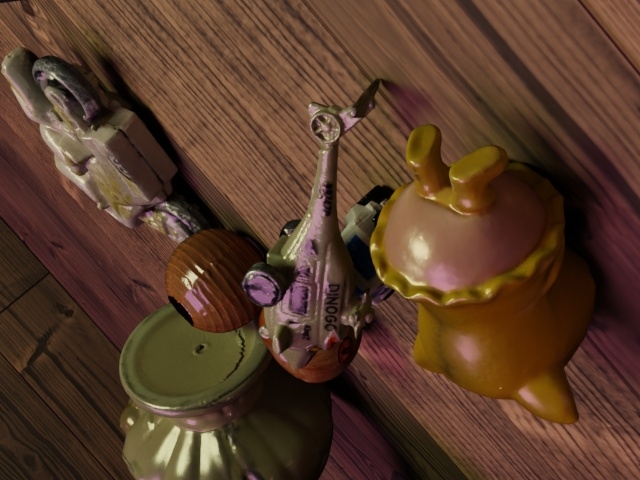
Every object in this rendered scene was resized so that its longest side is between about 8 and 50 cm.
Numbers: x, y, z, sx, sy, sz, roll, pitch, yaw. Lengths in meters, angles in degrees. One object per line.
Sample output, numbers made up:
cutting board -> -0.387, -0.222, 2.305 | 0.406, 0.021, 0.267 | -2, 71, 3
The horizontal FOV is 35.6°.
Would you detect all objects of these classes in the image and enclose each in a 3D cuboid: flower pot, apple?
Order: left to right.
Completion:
flower pot -> -0.142, 0.220, 1.381 | 0.307, 0.307, 0.244 | 31, 147, 39
apple -> -0.010, 0.100, 1.161 | 0.126, 0.102, 0.126 | 35, 155, 19

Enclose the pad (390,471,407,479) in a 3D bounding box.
pad -> 0.095, 0.422, 1.610 | 0.323, 0.055, 0.250 | 23, 154, 13

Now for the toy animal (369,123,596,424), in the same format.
toy animal -> 0.115, 0.024, 0.711 | 0.156, 0.156, 0.230 | 26, 148, 46

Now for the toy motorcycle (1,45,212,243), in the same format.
toy motorcycle -> -0.284, -0.116, 1.314 | 0.222, 0.108, 0.341 | 17, 151, 45

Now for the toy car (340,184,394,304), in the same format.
toy car -> 0.048, 0.012, 0.923 | 0.080, 0.070, 0.171 | 47, 161, 5

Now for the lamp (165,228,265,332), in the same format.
lamp -> -0.132, 0.051, 1.280 | 0.136, 0.136, 0.136 | 41, 159, 19

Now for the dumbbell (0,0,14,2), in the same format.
dumbbell -> -0.337, -0.357, 0.927 | 0.316, 0.156, 0.144 | 117, 140, -69

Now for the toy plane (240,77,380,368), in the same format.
toy plane -> 0.000, 0.000, 0.834 | 0.108, 0.092, 0.287 | 16, 125, 17
